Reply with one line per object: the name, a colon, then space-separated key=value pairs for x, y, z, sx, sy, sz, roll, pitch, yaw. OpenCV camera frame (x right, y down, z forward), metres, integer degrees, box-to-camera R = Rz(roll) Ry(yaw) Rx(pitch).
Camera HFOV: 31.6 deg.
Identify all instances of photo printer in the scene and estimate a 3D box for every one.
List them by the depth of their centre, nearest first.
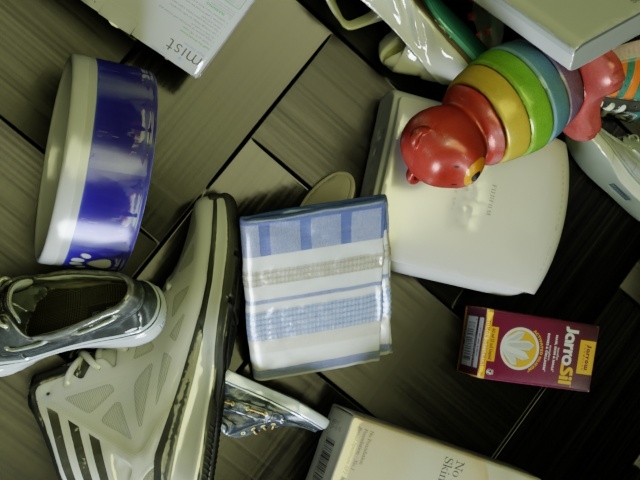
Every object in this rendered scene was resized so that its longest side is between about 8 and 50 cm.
photo printer: x=0.213 y=-0.060 z=1.648 sx=0.308 sy=0.107 sz=0.256 roll=14 pitch=87 yaw=-16

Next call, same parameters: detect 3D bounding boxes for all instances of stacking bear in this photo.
stacking bear: x=0.235 y=-0.167 z=1.519 sx=0.289 sy=0.175 sz=0.164 roll=-32 pitch=67 yaw=-22

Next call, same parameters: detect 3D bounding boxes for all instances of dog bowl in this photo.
dog bowl: x=-0.285 y=-0.095 z=1.421 sx=0.104 sy=0.265 sz=0.264 roll=9 pitch=89 yaw=-18

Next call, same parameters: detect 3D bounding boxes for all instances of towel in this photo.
towel: x=-0.003 y=0.068 z=1.551 sx=0.209 sy=0.034 sz=0.285 roll=-10 pitch=126 yaw=-10

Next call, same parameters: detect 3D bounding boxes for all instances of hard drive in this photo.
hard drive: x=0.297 y=-0.383 z=1.556 sx=0.233 sy=0.047 sz=0.353 roll=-30 pitch=57 yaw=-26

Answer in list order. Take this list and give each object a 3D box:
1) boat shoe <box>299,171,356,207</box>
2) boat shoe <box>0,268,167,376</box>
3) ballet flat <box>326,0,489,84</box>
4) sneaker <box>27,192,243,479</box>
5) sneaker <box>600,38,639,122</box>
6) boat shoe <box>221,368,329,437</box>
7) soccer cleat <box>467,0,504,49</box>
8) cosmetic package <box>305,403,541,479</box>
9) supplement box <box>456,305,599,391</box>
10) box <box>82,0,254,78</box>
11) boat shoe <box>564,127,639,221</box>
boat shoe: x=0.000 y=0.000 z=1.624 sx=0.065 sy=0.075 sz=0.206 roll=41 pitch=70 yaw=-56
boat shoe: x=-0.363 y=0.086 z=1.420 sx=0.335 sy=0.119 sz=0.121 roll=-12 pitch=60 yaw=11
ballet flat: x=0.104 y=-0.322 z=1.596 sx=0.400 sy=0.139 sz=0.139 roll=42 pitch=80 yaw=-30
sneaker: x=-0.246 y=0.135 z=1.488 sx=0.258 sy=0.169 sz=0.447 roll=8 pitch=73 yaw=1
sneaker: x=0.434 y=-0.229 z=1.709 sx=0.302 sy=0.108 sz=0.121 roll=-16 pitch=96 yaw=-14
boat shoe: x=-0.083 y=0.248 z=1.594 sx=0.183 sy=0.065 sz=0.083 roll=25 pitch=84 yaw=-8
soccer cleat: x=0.257 y=-0.382 z=1.677 sx=0.076 sy=0.068 sz=0.196 roll=-9 pitch=91 yaw=-19
cosmetic package: x=0.143 y=0.362 z=1.636 sx=0.310 sy=0.113 sz=0.160 roll=20 pitch=85 yaw=-15
supplement box: x=0.310 y=0.162 z=1.695 sx=0.188 sy=0.081 sz=0.104 roll=9 pitch=88 yaw=-17
box: x=-0.197 y=-0.382 z=1.459 sx=0.262 sy=0.126 sz=0.231 roll=32 pitch=119 yaw=-14
boat shoe: x=0.466 y=-0.119 z=1.743 sx=0.227 sy=0.079 sz=0.081 roll=42 pitch=73 yaw=-19
